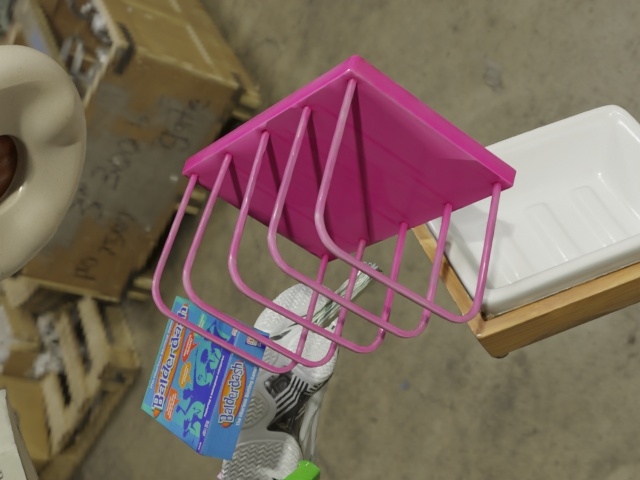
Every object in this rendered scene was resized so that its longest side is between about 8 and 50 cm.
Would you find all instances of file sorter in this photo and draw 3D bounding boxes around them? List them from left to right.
[{"bbox_3d":[0.000,0.000,1.067,0.290,0.202,0.182,-24,43,49],"label":"file sorter"}]

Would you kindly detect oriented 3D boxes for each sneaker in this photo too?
[{"bbox_3d":[-0.057,0.255,1.729,0.210,0.137,0.366,87,-162,-70],"label":"sneaker"}]

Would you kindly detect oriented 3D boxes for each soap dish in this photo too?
[{"bbox_3d":[0.254,-0.010,1.210,0.118,0.291,0.229,79,169,-46],"label":"soap dish"}]

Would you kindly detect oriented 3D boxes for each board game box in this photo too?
[{"bbox_3d":[-0.149,0.167,1.404,0.210,0.047,0.160,14,87,61],"label":"board game box"}]

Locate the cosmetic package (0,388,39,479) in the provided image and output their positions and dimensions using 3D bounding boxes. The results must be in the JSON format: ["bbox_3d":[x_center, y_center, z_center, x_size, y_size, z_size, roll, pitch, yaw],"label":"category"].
[{"bbox_3d":[-0.336,0.236,0.779,0.129,0.296,0.153,-151,43,-68],"label":"cosmetic package"}]

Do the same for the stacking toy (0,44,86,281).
[{"bbox_3d":[-0.603,-0.164,1.570,0.480,0.350,0.350,25,100,24],"label":"stacking toy"}]

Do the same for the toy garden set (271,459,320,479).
[{"bbox_3d":[-0.103,0.325,1.060,0.049,0.244,0.204,38,153,21],"label":"toy garden set"}]

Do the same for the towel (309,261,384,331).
[{"bbox_3d":[0.030,0.069,1.372,0.113,0.152,0.023,-42,84,2],"label":"towel"}]

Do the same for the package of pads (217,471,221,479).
[{"bbox_3d":[-0.126,0.375,1.842,0.032,0.050,0.083,9,54,53],"label":"package of pads"}]
